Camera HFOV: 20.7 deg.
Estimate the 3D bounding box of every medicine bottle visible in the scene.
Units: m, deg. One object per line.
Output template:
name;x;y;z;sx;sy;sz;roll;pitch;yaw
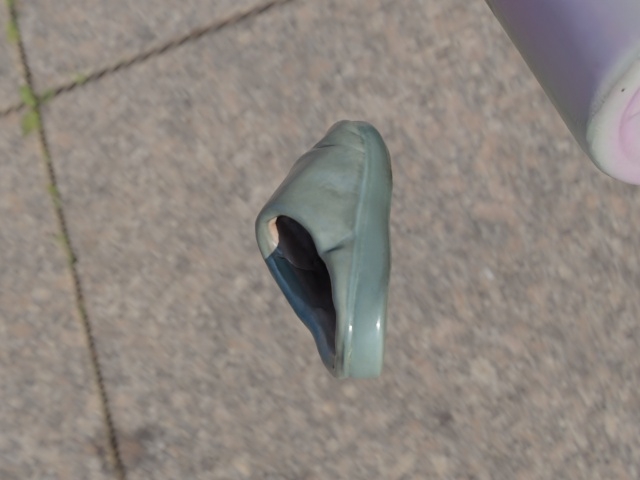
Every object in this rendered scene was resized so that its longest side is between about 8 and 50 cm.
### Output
medicine bottle;0.250;-0.249;1.552;0.219;0.219;0.388;-31;52;4

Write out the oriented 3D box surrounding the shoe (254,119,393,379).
shoe;0.000;0.000;1.260;0.100;0.103;0.251;7;36;-10
